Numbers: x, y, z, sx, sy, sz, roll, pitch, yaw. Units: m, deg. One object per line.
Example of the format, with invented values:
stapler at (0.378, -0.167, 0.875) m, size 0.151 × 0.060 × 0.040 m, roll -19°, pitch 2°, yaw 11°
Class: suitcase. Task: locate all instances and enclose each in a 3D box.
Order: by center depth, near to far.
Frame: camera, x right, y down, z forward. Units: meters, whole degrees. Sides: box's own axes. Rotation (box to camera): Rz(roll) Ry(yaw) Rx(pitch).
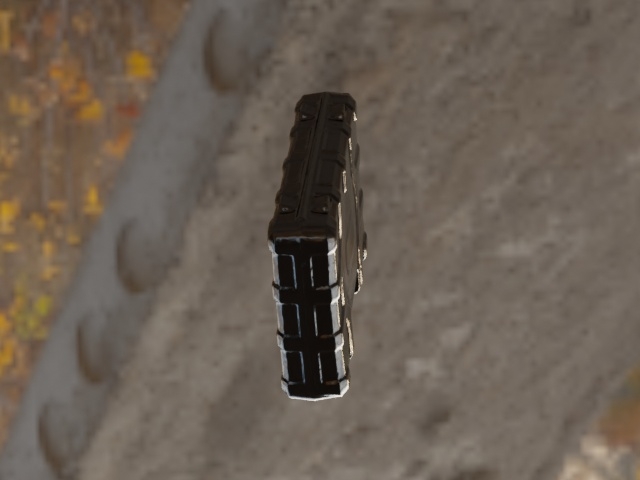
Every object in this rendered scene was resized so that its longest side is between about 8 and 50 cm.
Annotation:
suitcase at (0.001, 0.000, 1.877) m, size 0.066 × 0.206 × 0.285 m, roll -1°, pitch -148°, yaw 7°
